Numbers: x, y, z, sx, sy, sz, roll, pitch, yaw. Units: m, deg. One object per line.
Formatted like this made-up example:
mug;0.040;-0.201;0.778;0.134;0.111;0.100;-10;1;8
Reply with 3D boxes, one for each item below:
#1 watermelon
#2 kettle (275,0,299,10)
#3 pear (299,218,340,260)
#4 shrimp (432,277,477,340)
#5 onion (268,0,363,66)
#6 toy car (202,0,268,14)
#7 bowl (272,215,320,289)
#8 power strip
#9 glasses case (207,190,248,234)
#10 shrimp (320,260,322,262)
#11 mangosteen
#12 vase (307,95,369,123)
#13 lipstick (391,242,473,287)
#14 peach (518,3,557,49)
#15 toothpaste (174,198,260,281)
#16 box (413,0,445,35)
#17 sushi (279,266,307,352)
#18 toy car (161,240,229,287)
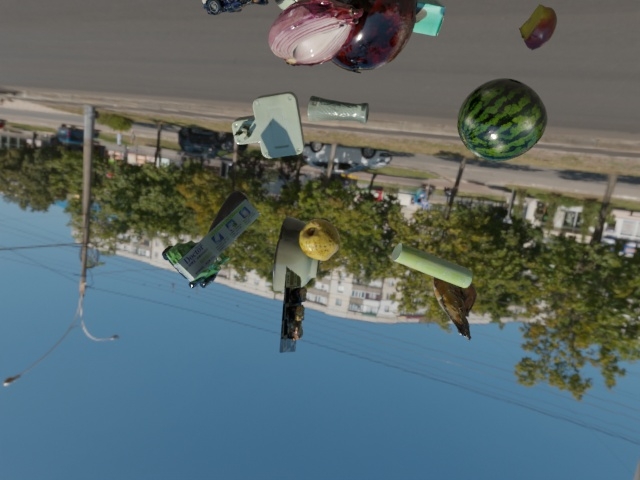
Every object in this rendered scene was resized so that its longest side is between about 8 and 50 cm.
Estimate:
watermelon;0.630;-0.421;1.468;0.285;0.285;0.285;7;-171;-1
kettle;-0.057;-1.024;1.810;0.255;0.165;0.240;21;-152;-38
pear;0.000;0.000;1.723;0.178;0.178;0.178;7;-171;-1
shrimp;0.560;0.250;1.675;0.164;0.062;0.317;-12;-125;-2
onion;-0.004;-0.604;1.163;0.283;0.120;0.227;-11;177;37
toy car;-0.364;-1.039;1.776;0.301;0.118;0.193;0;-148;25
bowl;-0.096;0.073;1.934;0.185;0.354;0.354;9;-171;3
power strip;-0.204;-0.429;1.589;0.261;0.229;0.141;-6;-155;6
glasses case;-0.490;-0.112;2.205;0.122;0.321;0.082;35;-172;25
shrimp;-0.017;0.034;2.375;0.169;0.296;0.058;51;-140;5
mangosteen;0.149;-0.797;1.470;0.381;0.381;0.421;8;-149;5
vase;0.070;-0.486;1.565;0.219;0.096;0.096;8;-171;11
lipstick;0.409;0.092;1.506;0.304;0.076;0.076;22;-174;-12
peach;0.829;-0.805;1.579;0.118;0.151;0.151;51;-159;11
toothpaste;-0.348;-0.006;1.428;0.336;0.081;0.067;-49;-167;-30
box;0.339;-0.970;1.737;0.311;0.118;0.205;5;-134;-12
sushi;-0.058;0.185;1.086;0.040;0.210;0.193;2;167;10
toy car;-0.562;0.087;1.918;0.213;0.176;0.359;45;178;5
